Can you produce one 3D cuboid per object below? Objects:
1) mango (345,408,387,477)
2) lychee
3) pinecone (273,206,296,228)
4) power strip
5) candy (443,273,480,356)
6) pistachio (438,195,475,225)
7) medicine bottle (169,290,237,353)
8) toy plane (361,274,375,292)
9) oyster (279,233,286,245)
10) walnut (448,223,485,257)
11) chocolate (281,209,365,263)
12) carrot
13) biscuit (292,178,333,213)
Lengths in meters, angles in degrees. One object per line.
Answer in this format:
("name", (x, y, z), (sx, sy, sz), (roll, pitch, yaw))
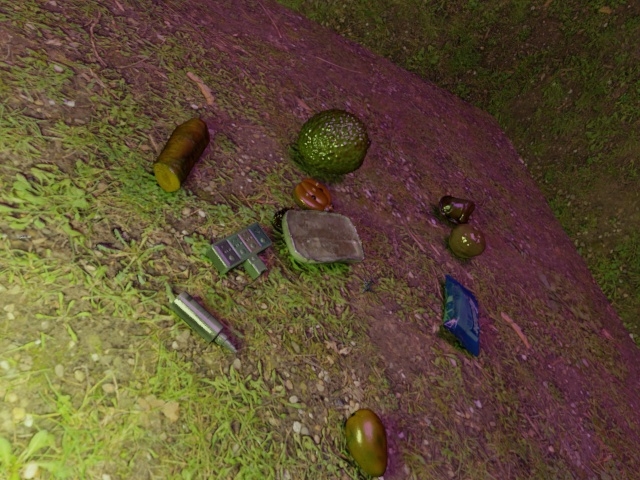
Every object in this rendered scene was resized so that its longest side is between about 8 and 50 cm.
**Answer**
("mango", (0.119, 0.510, 1.280), (0.111, 0.089, 0.163), (15, 53, -32))
("lychee", (0.064, -0.385, 1.986), (0.320, 0.270, 0.269), (-12, 56, -8))
("pinecone", (-0.114, -0.075, 1.667), (0.083, 0.077, 0.077), (0, 53, -29))
("power strip", (-0.219, 0.045, 1.474), (0.145, 0.061, 0.216), (53, 38, 3))
("candy", (0.530, 0.268, 1.901), (0.187, 0.077, 0.331), (39, 37, -15))
("pistachio", (0.631, -0.143, 2.350), (0.210, 0.130, 0.165), (5, 53, -28))
("medicine bottle", (-0.281, 0.210, 1.246), (0.199, 0.057, 0.057), (42, 37, -1))
("toy plane", (0.162, 0.154, 1.722), (0.077, 0.024, 0.084), (58, 36, -10))
("oyster", (-0.096, 0.005, 1.645), (0.083, 0.019, 0.054), (10, 46, -33))
("walnut", (0.638, 0.005, 2.205), (0.167, 0.149, 0.166), (37, 4, -3))
("chocolate", (0.000, 0.000, 1.655), (0.303, 0.100, 0.185), (4, 64, -43))
("carrot", (-0.426, -0.270, 1.552), (0.114, 0.114, 0.301), (30, 41, -15))
("biscuit", (-0.016, -0.159, 1.852), (0.170, 0.050, 0.170), (23, 42, -23))
